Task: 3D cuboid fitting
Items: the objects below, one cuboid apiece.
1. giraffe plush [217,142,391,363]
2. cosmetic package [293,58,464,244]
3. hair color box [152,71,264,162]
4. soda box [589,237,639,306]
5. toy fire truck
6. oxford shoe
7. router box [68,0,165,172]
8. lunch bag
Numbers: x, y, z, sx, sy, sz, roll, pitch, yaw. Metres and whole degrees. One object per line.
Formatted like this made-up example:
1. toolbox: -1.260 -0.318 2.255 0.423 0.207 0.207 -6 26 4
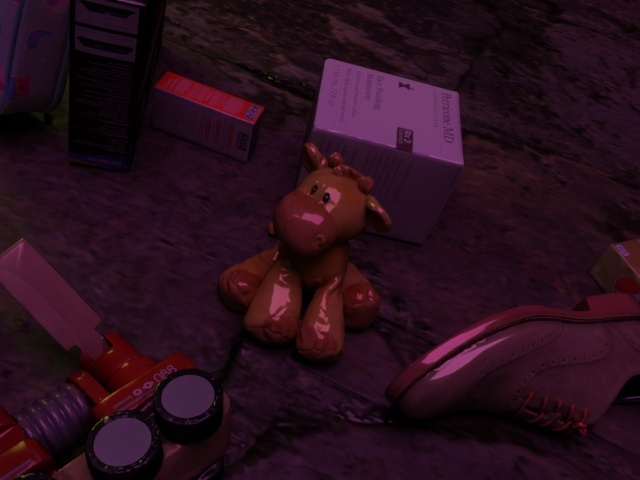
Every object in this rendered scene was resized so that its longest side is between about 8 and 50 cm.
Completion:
1. giraffe plush: 0.000 0.000 0.731 0.181 0.170 0.210 23 46 5
2. cosmetic package: 0.071 -0.113 0.867 0.184 0.151 0.151 12 48 -6
3. hair color box: -0.152 -0.166 0.904 0.141 0.072 0.043 22 47 2
4. soda box: 0.432 0.085 0.858 0.058 0.061 0.181 -9 52 -24
5. toy fire truck: -0.226 0.137 0.571 0.246 0.158 0.217 34 48 30
6. oxford shoe: 0.236 0.145 0.708 0.348 0.123 0.130 -10 58 -23
7. router box: -0.250 -0.281 0.860 0.081 0.243 0.308 10 46 -12
8. lunch bag: -0.425 -0.292 0.834 0.279 0.224 0.108 35 31 21
